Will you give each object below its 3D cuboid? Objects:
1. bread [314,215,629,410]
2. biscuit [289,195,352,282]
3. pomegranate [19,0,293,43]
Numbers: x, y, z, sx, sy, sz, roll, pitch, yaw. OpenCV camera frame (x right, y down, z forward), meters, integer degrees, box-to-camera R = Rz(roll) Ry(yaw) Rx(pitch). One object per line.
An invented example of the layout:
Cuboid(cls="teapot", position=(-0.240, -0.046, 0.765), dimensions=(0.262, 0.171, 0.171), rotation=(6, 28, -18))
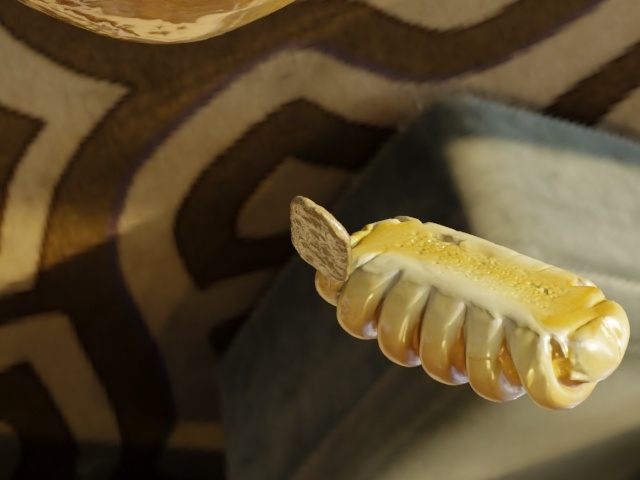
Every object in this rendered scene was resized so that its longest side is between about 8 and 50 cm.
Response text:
Cuboid(cls="bread", position=(0.148, 0.077, 1.723), dimensions=(0.173, 0.311, 0.121), rotation=(-26, 131, -50))
Cuboid(cls="biscuit", position=(0.000, 0.000, 1.603), dimensions=(0.018, 0.071, 0.147), rotation=(-49, 168, -15))
Cuboid(cls="pomegranate", position=(-0.085, -0.268, 0.864), dimensions=(0.338, 0.338, 0.338), rotation=(-11, 145, -8))
